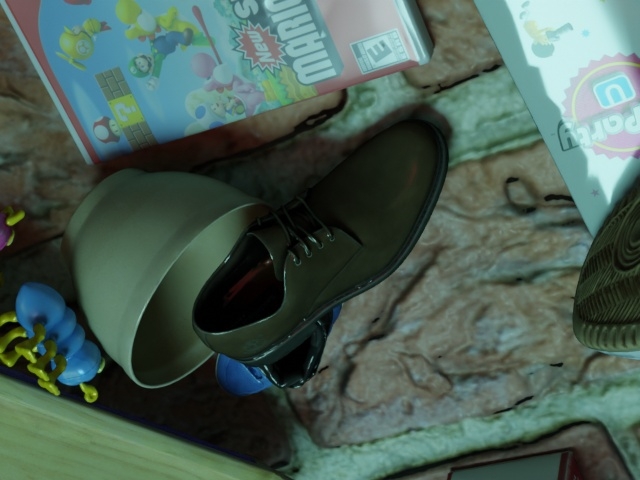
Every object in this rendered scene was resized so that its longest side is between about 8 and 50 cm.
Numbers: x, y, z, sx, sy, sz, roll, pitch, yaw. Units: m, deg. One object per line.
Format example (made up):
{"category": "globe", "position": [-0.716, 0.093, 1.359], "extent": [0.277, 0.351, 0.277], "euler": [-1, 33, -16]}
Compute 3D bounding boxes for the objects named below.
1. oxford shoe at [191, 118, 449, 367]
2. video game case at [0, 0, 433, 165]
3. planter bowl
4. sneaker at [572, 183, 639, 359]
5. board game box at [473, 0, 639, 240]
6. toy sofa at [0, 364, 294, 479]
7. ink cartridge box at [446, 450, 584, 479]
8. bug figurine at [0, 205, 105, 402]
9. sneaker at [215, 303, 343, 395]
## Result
{"category": "oxford shoe", "position": [0.000, 0.000, 0.951], "extent": [0.227, 0.096, 0.083], "euler": [-47, 64, 6]}
{"category": "video game case", "position": [-0.088, -0.177, 0.944], "extent": [0.285, 0.025, 0.204], "euler": [-14, 116, 24]}
{"category": "planter bowl", "position": [-0.123, 0.014, 1.004], "extent": [0.109, 0.162, 0.162], "euler": [34, 127, 22]}
{"category": "sneaker", "position": [0.244, 0.017, 0.620], "extent": [0.153, 0.099, 0.282], "euler": [22, 156, -16]}
{"category": "board game box", "position": [0.166, -0.136, 0.778], "extent": [0.098, 0.224, 0.303], "euler": [-21, 113, 24]}
{"category": "toy sofa", "position": [-0.213, 0.186, 1.034], "extent": [0.363, 0.177, 0.150], "euler": [24, 83, -27]}
{"category": "ink cartridge box", "position": [0.184, 0.339, 1.077], "extent": [0.114, 0.197, 0.272], "euler": [-14, 116, 23]}
{"category": "bug figurine", "position": [-0.263, 0.009, 0.993], "extent": [0.279, 0.072, 0.216], "euler": [21, 145, 47]}
{"category": "sneaker", "position": [-0.041, 0.090, 1.057], "extent": [0.058, 0.084, 0.152], "euler": [42, 123, -11]}
